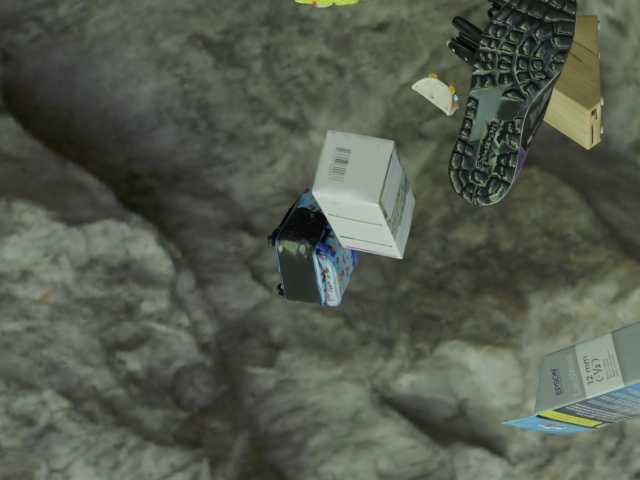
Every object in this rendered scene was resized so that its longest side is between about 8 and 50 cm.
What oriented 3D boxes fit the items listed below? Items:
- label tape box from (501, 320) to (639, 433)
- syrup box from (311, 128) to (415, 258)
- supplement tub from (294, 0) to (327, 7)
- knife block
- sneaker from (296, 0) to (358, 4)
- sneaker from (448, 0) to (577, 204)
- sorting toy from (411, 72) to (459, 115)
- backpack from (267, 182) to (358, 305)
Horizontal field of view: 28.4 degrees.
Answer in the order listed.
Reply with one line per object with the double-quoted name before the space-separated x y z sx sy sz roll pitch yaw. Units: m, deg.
"label tape box" 0.532 0.258 2.325 0.249 0.347 0.115 18 -123 -48
"syrup box" 0.063 -0.059 1.720 0.237 0.096 0.093 60 -137 -70
"supplement tub" -0.088 -0.489 2.011 0.272 0.191 0.191 9 -118 -17
"knife block" 0.309 -0.266 1.945 0.088 0.242 0.276 73 -161 -51
"sneaker" -0.025 -0.400 1.742 0.295 0.123 0.109 0 -139 -19
"sneaker" 0.241 -0.186 1.581 0.283 0.107 0.124 -68 -15 15
"sorting toy" 0.212 -0.253 2.193 0.083 0.045 0.075 40 -170 22
"backpack" 0.000 0.000 2.038 0.158 0.116 0.173 82 -154 -44
